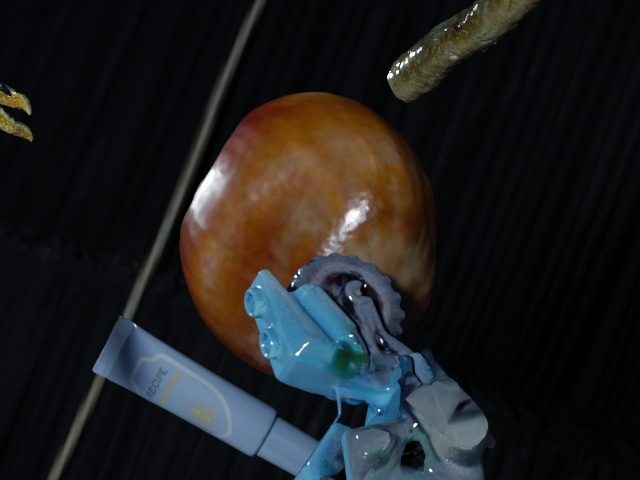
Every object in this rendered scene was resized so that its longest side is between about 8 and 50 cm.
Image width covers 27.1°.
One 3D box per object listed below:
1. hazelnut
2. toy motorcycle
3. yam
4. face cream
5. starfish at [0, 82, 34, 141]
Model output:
[{"bbox_3d":[-0.002,-0.005,1.679,0.366,0.365,0.366,21,-1,0],"label":"hazelnut"},{"bbox_3d":[0.029,0.195,1.283,0.232,0.416,0.172,-6,-28,-28],"label":"toy motorcycle"},{"bbox_3d":[0.166,-0.231,1.470,0.061,0.061,0.253,21,-33,-26],"label":"yam"},{"bbox_3d":[-0.177,0.260,2.128,0.385,0.135,0.086,30,35,-2],"label":"face cream"},{"bbox_3d":[-0.369,-0.149,1.267,0.208,0.053,0.176,38,-32,-11],"label":"starfish"}]
